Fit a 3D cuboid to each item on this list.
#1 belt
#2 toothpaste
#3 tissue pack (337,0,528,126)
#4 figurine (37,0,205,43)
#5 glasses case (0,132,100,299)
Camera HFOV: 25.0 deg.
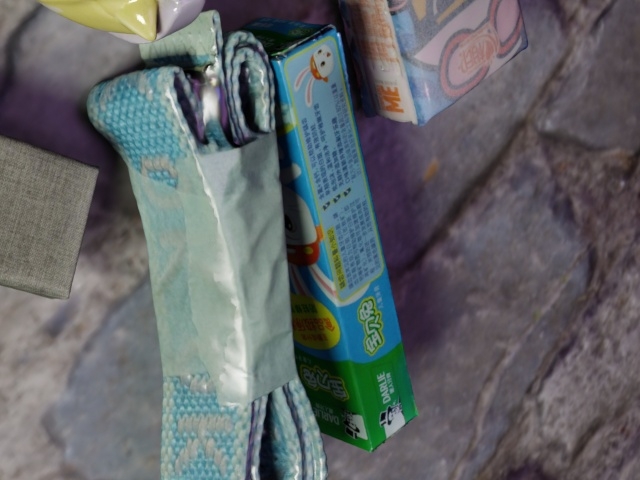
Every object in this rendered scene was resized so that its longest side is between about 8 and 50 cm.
[{"bbox_3d":[-0.057,0.028,0.778,0.087,0.072,0.302,-20,107,-45],"label":"belt"},{"bbox_3d":[0.000,0.000,0.857,0.050,0.065,0.266,-35,125,-36],"label":"toothpaste"},{"bbox_3d":[0.061,-0.164,0.881,0.115,0.065,0.155,-37,127,-33],"label":"tissue pack"},{"bbox_3d":[-0.122,-0.165,0.643,0.208,0.128,0.184,-30,125,-29],"label":"figurine"},{"bbox_3d":[-0.195,-0.027,0.652,0.205,0.047,0.071,19,82,-48],"label":"glasses case"}]
